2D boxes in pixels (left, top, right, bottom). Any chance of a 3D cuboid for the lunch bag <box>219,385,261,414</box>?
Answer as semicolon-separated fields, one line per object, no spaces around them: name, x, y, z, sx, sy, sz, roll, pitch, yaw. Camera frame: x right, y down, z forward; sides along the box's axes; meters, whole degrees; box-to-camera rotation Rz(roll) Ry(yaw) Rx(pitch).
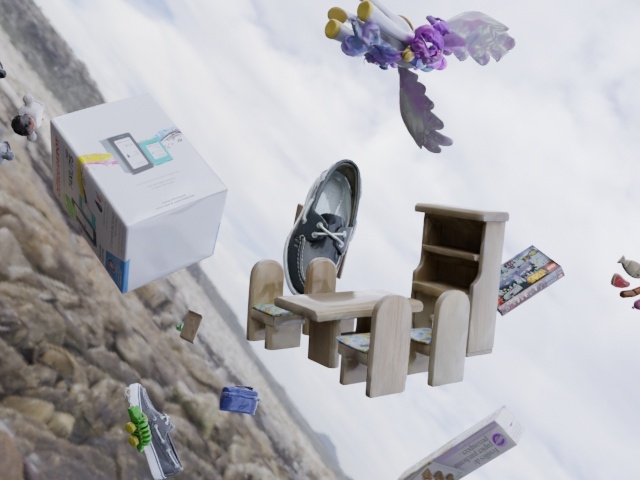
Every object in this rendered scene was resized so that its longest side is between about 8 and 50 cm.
lunch bag;-0.193;0.383;1.680;0.098;0.065;0.067;10;-14;-11

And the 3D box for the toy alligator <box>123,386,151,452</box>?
toy alligator;-0.468;0.468;1.796;0.051;0.056;0.189;3;-70;30

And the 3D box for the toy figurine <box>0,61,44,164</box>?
toy figurine;-0.733;-0.270;1.519;0.209;0.213;0.148;49;11;-24

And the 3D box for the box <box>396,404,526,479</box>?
box;0.273;0.444;1.410;0.063;0.067;0.324;48;-53;8

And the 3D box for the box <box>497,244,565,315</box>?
box;0.360;0.071;1.269;0.027;0.137;0.094;59;-3;-31

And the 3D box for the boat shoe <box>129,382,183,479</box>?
boat shoe;-0.491;0.565;2.093;0.108;0.102;0.301;154;-82;-85

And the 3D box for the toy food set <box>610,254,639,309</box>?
toy food set;0.575;0.086;1.255;0.122;0.078;0.019;27;12;-11

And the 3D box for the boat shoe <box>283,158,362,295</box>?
boat shoe;0.009;-0.027;1.287;0.114;0.302;0.091;22;-37;-19

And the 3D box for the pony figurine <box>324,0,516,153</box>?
pony figurine;0.189;-0.407;1.464;0.363;0.303;0.351;16;34;-36

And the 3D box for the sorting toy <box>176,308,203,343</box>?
sorting toy;-0.269;0.174;1.426;0.012;0.062;0.083;20;-5;-40

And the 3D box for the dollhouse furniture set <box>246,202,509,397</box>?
dollhouse furniture set;0.074;0.043;0.740;0.212;0.242;0.161;13;-79;53

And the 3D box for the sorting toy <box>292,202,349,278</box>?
sorting toy;0.000;0.000;2.181;0.208;0.038;0.193;24;-62;23

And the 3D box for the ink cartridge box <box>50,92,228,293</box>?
ink cartridge box;-0.332;-0.090;1.254;0.270;0.197;0.198;49;-36;22
